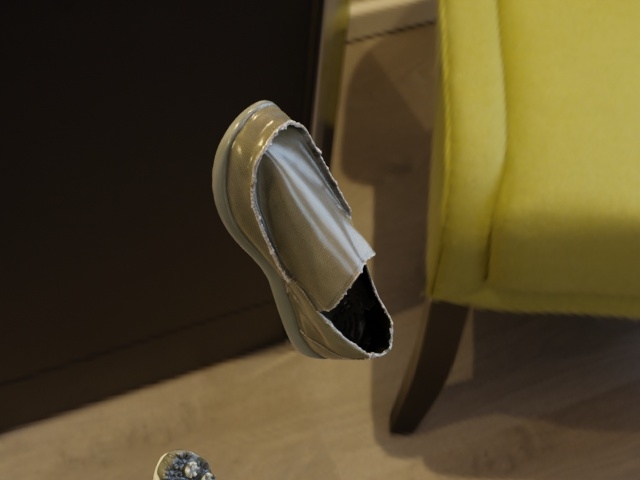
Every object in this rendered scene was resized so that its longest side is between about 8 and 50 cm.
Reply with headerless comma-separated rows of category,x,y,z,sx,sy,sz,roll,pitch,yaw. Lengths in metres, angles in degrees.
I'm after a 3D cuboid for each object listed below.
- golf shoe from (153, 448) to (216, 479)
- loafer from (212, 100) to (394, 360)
golf shoe,-0.215,0.384,1.795,0.120,0.273,0.105,25,57,26
loafer,0.000,0.000,0.929,0.087,0.251,0.094,16,56,37
